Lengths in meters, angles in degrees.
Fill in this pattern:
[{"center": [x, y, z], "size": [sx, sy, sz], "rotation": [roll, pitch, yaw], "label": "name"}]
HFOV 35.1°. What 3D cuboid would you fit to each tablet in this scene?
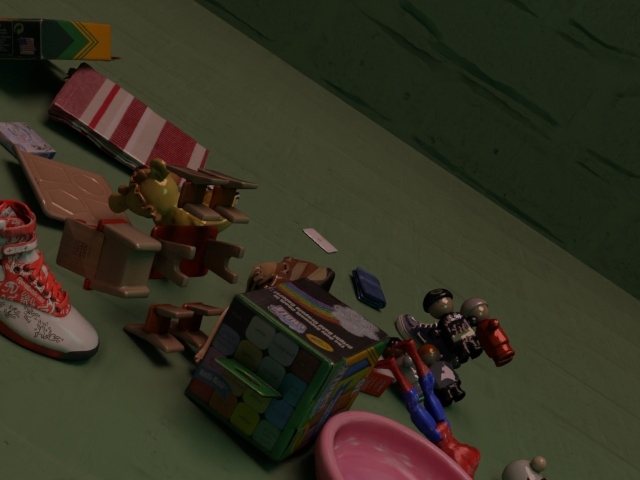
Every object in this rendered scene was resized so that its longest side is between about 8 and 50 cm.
[{"center": [0.000, 0.000, 2.321], "size": [0.083, 0.006, 0.054], "rotation": [41, 19, 18], "label": "tablet"}]

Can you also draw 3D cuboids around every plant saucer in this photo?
[{"center": [0.121, 0.388, 1.458], "size": [0.332, 0.084, 0.332], "rotation": [31, 19, -12], "label": "plant saucer"}]

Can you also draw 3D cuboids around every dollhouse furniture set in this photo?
[{"center": [-0.236, 0.018, 1.472], "size": [0.135, 0.262, 0.259], "rotation": [21, 10, 30], "label": "dollhouse furniture set"}]

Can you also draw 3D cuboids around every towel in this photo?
[{"center": [0.105, 0.105, 2.210], "size": [0.067, 0.029, 0.119], "rotation": [28, 19, -20], "label": "towel"}, {"center": [-0.383, -0.220, 2.068], "size": [0.329, 0.037, 0.237], "rotation": [35, 27, -15], "label": "towel"}]

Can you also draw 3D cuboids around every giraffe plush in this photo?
[{"center": [-0.255, -0.053, 1.686], "size": [0.170, 0.181, 0.210], "rotation": [43, -1, -16], "label": "giraffe plush"}]

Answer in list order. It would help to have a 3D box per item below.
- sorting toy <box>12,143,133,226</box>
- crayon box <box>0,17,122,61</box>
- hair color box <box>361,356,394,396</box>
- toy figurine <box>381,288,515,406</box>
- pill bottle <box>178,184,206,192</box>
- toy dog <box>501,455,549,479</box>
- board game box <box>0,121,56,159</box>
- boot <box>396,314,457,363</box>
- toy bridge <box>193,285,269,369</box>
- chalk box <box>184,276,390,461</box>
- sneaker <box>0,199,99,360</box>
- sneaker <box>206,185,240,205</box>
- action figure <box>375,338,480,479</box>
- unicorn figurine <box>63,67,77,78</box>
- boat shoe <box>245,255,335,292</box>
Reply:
[{"center": [-0.419, -0.072, 1.727], "size": [0.208, 0.038, 0.193], "rotation": [23, 22, -45], "label": "sorting toy"}, {"center": [-0.570, -0.411, 2.077], "size": [0.202, 0.081, 0.318], "rotation": [5, 10, 17], "label": "crayon box"}, {"center": [0.042, 0.212, 1.799], "size": [0.167, 0.053, 0.093], "rotation": [21, 24, -34], "label": "hair color box"}, {"center": [0.233, 0.201, 1.909], "size": [0.213, 0.209, 0.148], "rotation": [11, 42, -51], "label": "toy figurine"}, {"center": [-0.235, -0.065, 1.973], "size": [0.116, 0.065, 0.065], "rotation": [15, 27, -46], "label": "pill bottle"}, {"center": [0.421, 0.466, 1.664], "size": [0.220, 0.161, 0.334], "rotation": [11, 30, -52], "label": "toy dog"}, {"center": [-0.532, -0.177, 1.803], "size": [0.090, 0.020, 0.090], "rotation": [41, 19, 15], "label": "board game box"}, {"center": [0.230, 0.197, 2.111], "size": [0.069, 0.086, 0.190], "rotation": [20, 24, -38], "label": "boot"}, {"center": [-0.130, 0.128, 1.550], "size": [0.026, 0.063, 0.188], "rotation": [19, 45, 30], "label": "toy bridge"}, {"center": [-0.058, 0.186, 1.468], "size": [0.180, 0.179, 0.289], "rotation": [35, 18, 19], "label": "chalk box"}, {"center": [-0.385, 0.043, 1.320], "size": [0.270, 0.145, 0.090], "rotation": [31, 19, -14], "label": "sneaker"}, {"center": [-0.211, -0.107, 2.165], "size": [0.083, 0.037, 0.032], "rotation": [27, 22, -19], "label": "sneaker"}, {"center": [0.166, 0.306, 1.669], "size": [0.091, 0.139, 0.280], "rotation": [-35, 97, -35], "label": "action figure"}, {"center": [-0.498, -0.317, 2.142], "size": [0.111, 0.060, 0.162], "rotation": [36, 15, -12], "label": "unicorn figurine"}, {"center": [-0.077, 0.100, 1.790], "size": [0.119, 0.123, 0.324], "rotation": [28, 14, 11], "label": "boat shoe"}]
